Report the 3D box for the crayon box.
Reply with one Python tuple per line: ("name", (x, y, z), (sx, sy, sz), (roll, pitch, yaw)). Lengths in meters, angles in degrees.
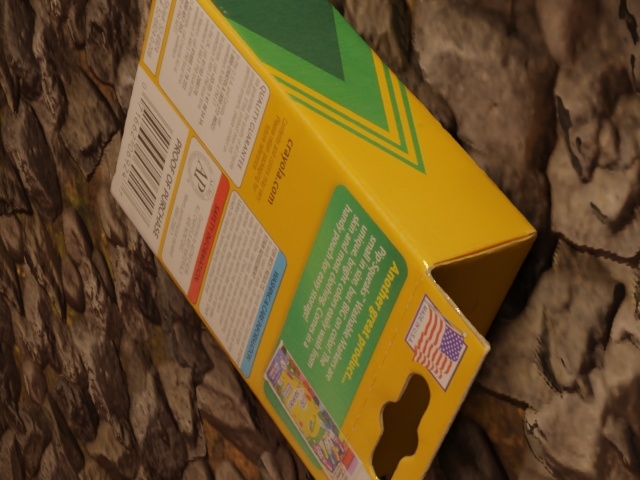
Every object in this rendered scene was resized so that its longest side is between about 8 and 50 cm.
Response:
("crayon box", (0.000, 0.000, 0.856), (0.323, 0.083, 0.203), (52, 142, 30))
